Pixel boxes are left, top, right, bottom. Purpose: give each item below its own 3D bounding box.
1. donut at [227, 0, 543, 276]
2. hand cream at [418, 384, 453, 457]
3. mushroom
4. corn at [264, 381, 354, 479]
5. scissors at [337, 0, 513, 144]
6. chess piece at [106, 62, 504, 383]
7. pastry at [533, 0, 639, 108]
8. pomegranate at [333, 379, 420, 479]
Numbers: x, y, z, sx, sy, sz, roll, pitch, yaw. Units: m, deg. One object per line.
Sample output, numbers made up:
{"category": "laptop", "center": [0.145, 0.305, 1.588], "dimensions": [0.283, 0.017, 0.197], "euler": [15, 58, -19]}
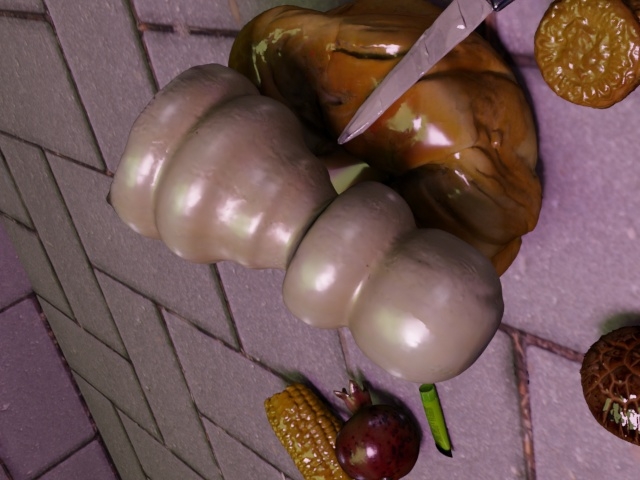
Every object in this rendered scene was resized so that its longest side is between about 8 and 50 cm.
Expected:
{"category": "donut", "center": [0.053, -0.088, 0.797], "dimensions": [0.360, 0.170, 0.360], "euler": [32, 140, 32]}
{"category": "hand cream", "center": [0.164, 0.257, 1.089], "dimensions": [0.036, 0.023, 0.121], "euler": [25, 138, 55]}
{"category": "mushroom", "center": [0.305, 0.132, 0.710], "dimensions": [0.126, 0.109, 0.084], "euler": [8, 121, 31]}
{"category": "corn", "center": [0.034, 0.402, 1.306], "dimensions": [0.363, 0.120, 0.120], "euler": [50, 148, 11]}
{"category": "scissors", "center": [0.117, -0.181, 0.601], "dimensions": [0.300, 0.022, 0.109], "euler": [-45, 75, 21]}
{"category": "chess piece", "center": [0.000, 0.000, 0.660], "dimensions": [0.330, 0.182, 0.182], "euler": [34, 143, 17]}
{"category": "pastry", "center": [0.220, -0.156, 0.610], "dimensions": [0.109, 0.057, 0.097], "euler": [20, 131, 43]}
{"category": "pomegranate", "center": [0.083, 0.285, 1.148], "dimensions": [0.129, 0.130, 0.159], "euler": [-22, 73, 58]}
